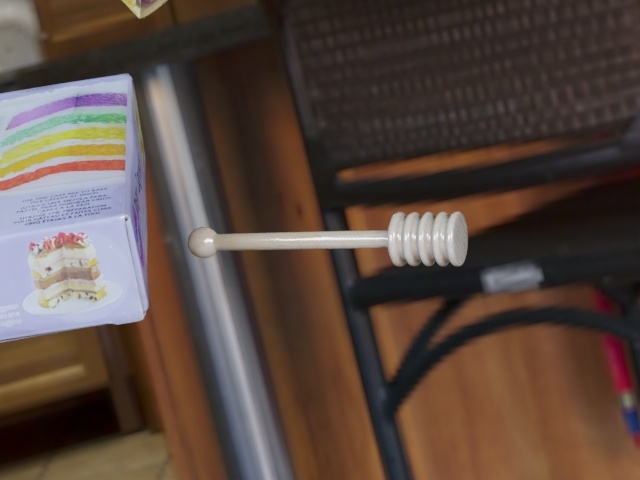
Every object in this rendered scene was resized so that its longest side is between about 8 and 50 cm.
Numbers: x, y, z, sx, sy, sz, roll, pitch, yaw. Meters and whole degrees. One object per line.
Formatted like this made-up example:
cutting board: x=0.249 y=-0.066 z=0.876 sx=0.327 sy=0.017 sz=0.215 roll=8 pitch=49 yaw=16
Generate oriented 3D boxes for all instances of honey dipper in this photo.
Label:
honey dipper: x=0.000 y=0.000 z=0.957 sx=0.161 sy=0.030 sz=0.030 roll=-1 pitch=11 yaw=20

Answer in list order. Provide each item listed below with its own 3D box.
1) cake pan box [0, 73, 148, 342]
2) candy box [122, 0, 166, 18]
cake pan box: x=-0.232 y=-0.011 z=0.999 sx=0.267 sy=0.070 sz=0.245 roll=-9 pitch=22 yaw=0
candy box: x=-0.184 y=-0.275 z=1.374 sx=0.053 sy=0.187 sz=0.109 roll=-42 pitch=-11 yaw=-19
